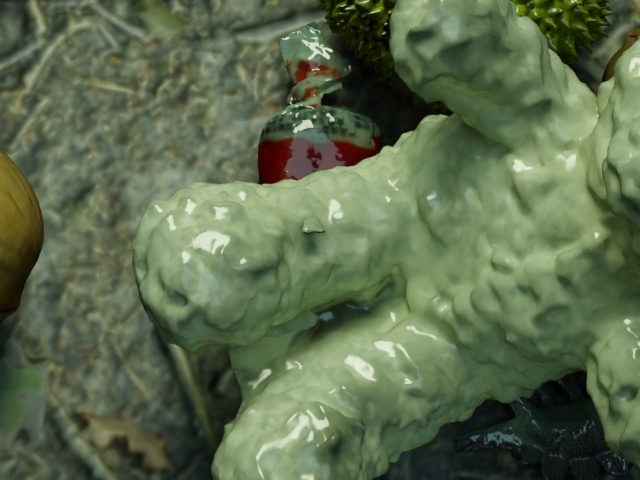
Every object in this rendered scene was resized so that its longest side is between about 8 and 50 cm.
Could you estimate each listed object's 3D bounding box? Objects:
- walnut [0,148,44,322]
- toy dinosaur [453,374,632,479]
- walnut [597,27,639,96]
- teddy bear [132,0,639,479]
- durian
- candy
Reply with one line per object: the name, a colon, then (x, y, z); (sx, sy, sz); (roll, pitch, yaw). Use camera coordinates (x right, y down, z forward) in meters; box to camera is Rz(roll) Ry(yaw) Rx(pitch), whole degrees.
walnut: (-0.264, -0.008, 0.912); (0.197, 0.165, 0.165); (23, 76, 1)
toy dinosaur: (0.191, 0.118, 1.044); (0.208, 0.039, 0.082); (-16, 86, -4)
walnut: (0.258, -0.032, 1.048); (0.137, 0.137, 0.245); (-14, 80, -14)
teddy bear: (0.148, -0.005, 0.854); (0.375, 0.362, 0.327); (-24, 95, -34)
durian: (0.096, -0.163, 1.012); (0.198, 0.146, 0.159); (26, 61, -4)
candy: (-0.001, 0.000, 1.017); (0.086, 0.059, 0.292); (4, 78, -8)
